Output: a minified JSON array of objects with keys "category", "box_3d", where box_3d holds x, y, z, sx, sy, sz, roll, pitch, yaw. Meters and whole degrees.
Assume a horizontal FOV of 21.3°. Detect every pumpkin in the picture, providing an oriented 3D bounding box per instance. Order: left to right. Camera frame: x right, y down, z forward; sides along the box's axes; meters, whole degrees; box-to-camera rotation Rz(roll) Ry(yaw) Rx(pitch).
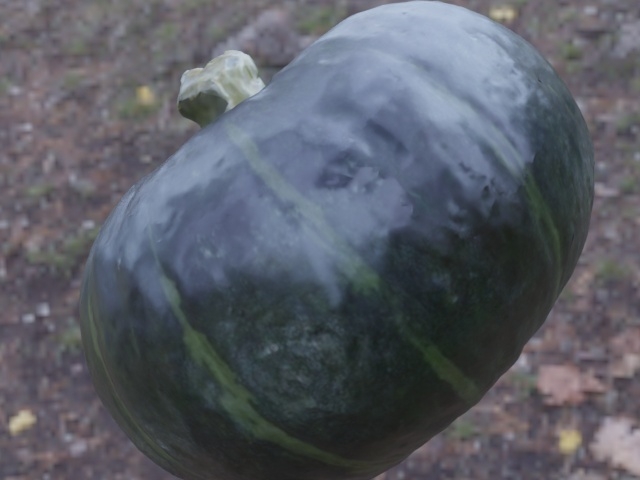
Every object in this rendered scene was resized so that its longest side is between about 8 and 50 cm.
[{"category":"pumpkin","box_3d":[0.002,0.003,0.506,0.125,0.167,0.167,34,13,-15]}]
